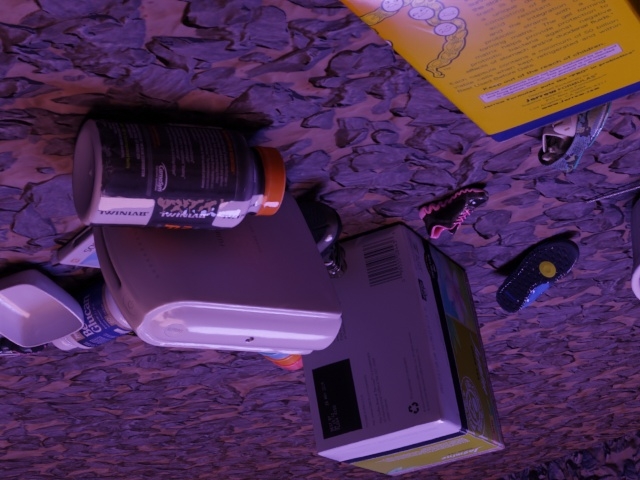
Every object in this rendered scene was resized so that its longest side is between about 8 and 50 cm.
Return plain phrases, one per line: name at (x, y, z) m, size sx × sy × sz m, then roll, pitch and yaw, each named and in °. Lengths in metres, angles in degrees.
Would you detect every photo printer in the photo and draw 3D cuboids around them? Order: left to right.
photo printer at (-0.146, 0.026, 1.602) m, size 0.307 × 0.256 × 0.107 m, roll 8°, pitch 134°, yaw -35°

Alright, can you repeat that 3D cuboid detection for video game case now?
video game case at (-0.249, 0.002, 1.801) m, size 0.212 × 0.023 × 0.193 m, roll 8°, pitch 153°, yaw -38°

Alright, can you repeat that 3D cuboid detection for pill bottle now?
pill bottle at (-0.358, 0.119, 1.952) m, size 0.169 × 0.094 × 0.094 m, roll -24°, pitch 154°, yaw 33°
pill bottle at (-0.169, -0.078, 1.491) m, size 0.245 × 0.131 × 0.130 m, roll 2°, pitch 156°, yaw -25°

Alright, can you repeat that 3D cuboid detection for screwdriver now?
screwdriver at (0.491, -0.080, 1.902) m, size 0.169 × 0.024 × 0.025 m, roll -22°, pitch 126°, yaw 34°

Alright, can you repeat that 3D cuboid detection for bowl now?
bowl at (-0.448, 0.098, 1.883) m, size 0.142 × 0.053 × 0.142 m, roll -19°, pitch 137°, yaw 27°

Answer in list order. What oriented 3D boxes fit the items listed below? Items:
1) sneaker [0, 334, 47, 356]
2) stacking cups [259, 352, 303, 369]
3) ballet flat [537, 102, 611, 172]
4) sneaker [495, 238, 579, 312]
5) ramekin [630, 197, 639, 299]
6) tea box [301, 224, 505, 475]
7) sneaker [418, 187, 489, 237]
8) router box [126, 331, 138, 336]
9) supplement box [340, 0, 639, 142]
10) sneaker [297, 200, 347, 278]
sneaker at (-0.553, 0.173, 2.050) m, size 0.178 × 0.072 × 0.077 m, roll 9°, pitch 163°, yaw -26°
stacking cups at (-0.078, 0.179, 2.217) m, size 0.096 × 0.096 × 0.316 m, roll -13°, pitch 158°, yaw 10°
ballet flat at (0.332, -0.145, 1.624) m, size 0.070 × 0.070 × 0.188 m, roll -6°, pitch 155°, yaw -8°
sneaker at (0.390, 0.049, 2.146) m, size 0.082 × 0.069 × 0.209 m, roll -34°, pitch 169°, yaw -42°
ramekin at (0.626, -0.003, 1.936) m, size 0.277 × 0.135 × 0.277 m, roll 0°, pitch 150°, yaw 0°
tea box at (0.128, 0.192, 2.015) m, size 0.219 × 0.329 × 0.323 m, roll -18°, pitch 158°, yaw 20°
sneaker at (0.205, -0.039, 1.840) m, size 0.119 × 0.057 × 0.047 m, roll -26°, pitch 151°, yaw 33°
router box at (-0.270, 0.123, 2.064) m, size 0.133 × 0.046 × 0.178 m, roll -27°, pitch 152°, yaw 37°
supplement box at (0.160, -0.257, 1.088) m, size 0.195 × 0.194 × 0.356 m, roll -19°, pitch 156°, yaw 23°
sneaker at (0.000, 0.000, 1.819) m, size 0.130 × 0.087 × 0.227 m, roll 0°, pitch 160°, yaw -26°
